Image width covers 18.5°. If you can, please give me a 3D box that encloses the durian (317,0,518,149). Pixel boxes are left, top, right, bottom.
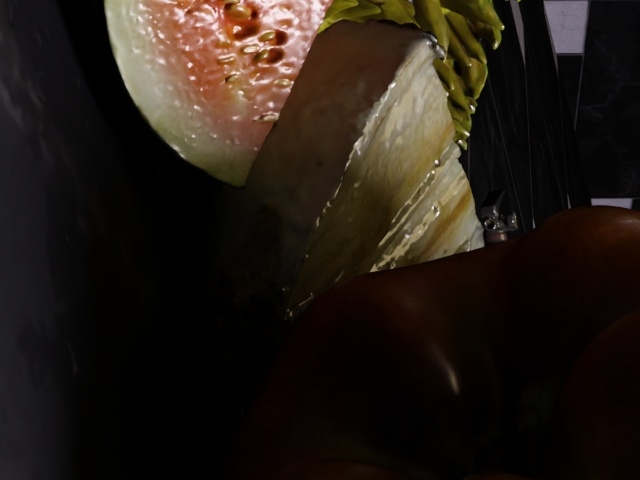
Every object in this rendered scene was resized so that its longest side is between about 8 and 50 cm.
[{"bbox_3d":[-0.017,-0.128,0.887,0.198,0.163,0.394,34,-35,46],"label":"durian"}]

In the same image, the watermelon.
[{"bbox_3d":[-0.031,-0.102,0.701,0.135,0.094,0.125,-80,149,-46],"label":"watermelon"}]

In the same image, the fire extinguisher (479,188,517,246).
[{"bbox_3d":[0.150,0.089,1.508,0.089,0.072,0.268,9,71,-71],"label":"fire extinguisher"}]

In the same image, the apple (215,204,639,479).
[{"bbox_3d":[0.101,0.150,0.686,0.288,0.288,0.317,-88,154,-48],"label":"apple"}]

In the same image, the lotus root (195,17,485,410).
[{"bbox_3d":[-0.003,-0.002,0.768,0.144,0.070,0.143,-48,142,-36],"label":"lotus root"}]
